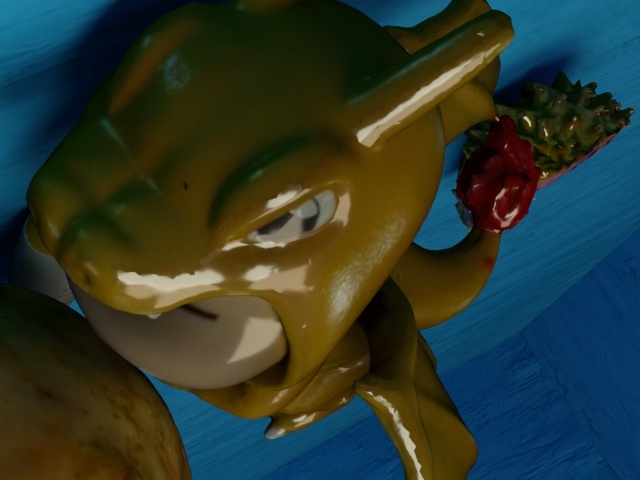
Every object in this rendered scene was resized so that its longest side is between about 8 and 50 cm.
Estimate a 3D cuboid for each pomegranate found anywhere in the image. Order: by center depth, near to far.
[{"bbox_3d":[-0.287,0.200,1.059,0.410,0.410,0.410,-31,168,-8],"label":"pomegranate"}]

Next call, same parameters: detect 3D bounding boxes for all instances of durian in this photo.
[{"bbox_3d":[0.217,-0.101,1.661,0.191,0.112,0.341,-42,176,-3],"label":"durian"}]

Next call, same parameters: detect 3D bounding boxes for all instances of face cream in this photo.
[{"bbox_3d":[-0.195,0.012,1.174,0.072,0.051,0.182,-25,167,-26],"label":"face cream"}]

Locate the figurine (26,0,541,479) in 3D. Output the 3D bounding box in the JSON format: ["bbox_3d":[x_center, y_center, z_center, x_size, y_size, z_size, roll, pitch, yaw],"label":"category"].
[{"bbox_3d":[-0.001,-0.034,1.040,0.387,0.268,0.401,65,41,-65],"label":"figurine"}]
